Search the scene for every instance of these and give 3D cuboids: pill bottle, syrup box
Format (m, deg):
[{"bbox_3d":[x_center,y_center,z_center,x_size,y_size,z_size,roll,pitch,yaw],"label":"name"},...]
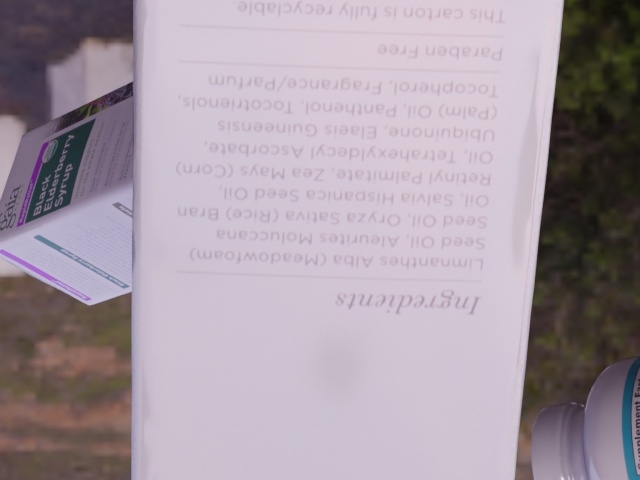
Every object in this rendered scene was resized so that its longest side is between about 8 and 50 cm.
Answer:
[{"bbox_3d":[0.287,0.146,1.280,0.264,0.146,0.146,-12,171,29],"label":"pill bottle"},{"bbox_3d":[-0.113,-0.037,1.181,0.096,0.093,0.237,32,149,-32],"label":"syrup box"}]

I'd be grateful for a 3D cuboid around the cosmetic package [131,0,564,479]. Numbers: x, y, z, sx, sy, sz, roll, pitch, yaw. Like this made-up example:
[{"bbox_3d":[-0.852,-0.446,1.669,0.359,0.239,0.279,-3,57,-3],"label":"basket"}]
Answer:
[{"bbox_3d":[0.000,0.000,0.805,0.161,0.453,0.230,1,-157,-3],"label":"cosmetic package"}]
